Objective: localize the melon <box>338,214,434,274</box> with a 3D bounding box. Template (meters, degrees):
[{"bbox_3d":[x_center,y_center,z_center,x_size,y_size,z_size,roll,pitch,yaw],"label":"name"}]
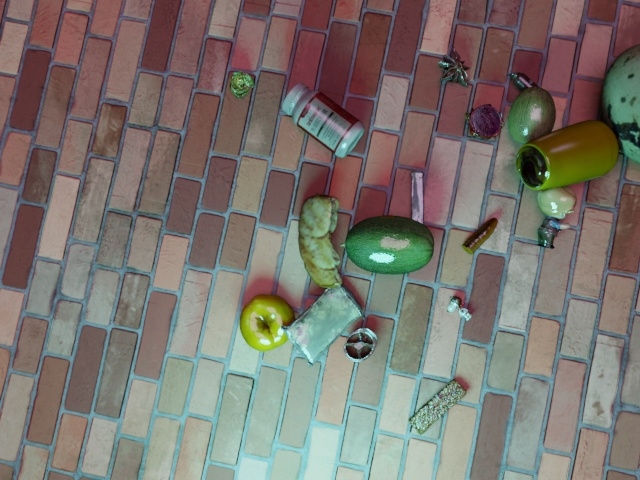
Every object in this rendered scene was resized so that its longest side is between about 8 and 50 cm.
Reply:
[{"bbox_3d":[0.198,0.013,1.728,0.287,0.182,0.182,3,86,8],"label":"melon"}]

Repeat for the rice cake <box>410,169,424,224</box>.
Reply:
[{"bbox_3d":[0.306,-0.117,1.804,0.043,0.034,0.211,0,87,12],"label":"rice cake"}]

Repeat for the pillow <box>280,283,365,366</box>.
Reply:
[{"bbox_3d":[0.008,0.247,1.756,0.255,0.059,0.169,-41,94,-18],"label":"pillow"}]

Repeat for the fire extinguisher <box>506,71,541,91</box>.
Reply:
[{"bbox_3d":[0.661,-0.481,1.804,0.158,0.043,0.064,44,60,5],"label":"fire extinguisher"}]

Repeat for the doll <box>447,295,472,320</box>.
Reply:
[{"bbox_3d":[0.434,0.209,1.772,0.085,0.040,0.058,24,100,9],"label":"doll"}]

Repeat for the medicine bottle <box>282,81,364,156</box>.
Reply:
[{"bbox_3d":[0.008,-0.379,1.791,0.250,0.131,0.131,38,89,4],"label":"medicine bottle"}]

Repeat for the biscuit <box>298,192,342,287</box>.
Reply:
[{"bbox_3d":[-0.003,0.002,1.776,0.154,0.045,0.299,-9,77,37],"label":"biscuit"}]

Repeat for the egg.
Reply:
[{"bbox_3d":[0.979,-0.390,1.658,0.287,0.287,0.379,-10,80,3],"label":"egg"}]

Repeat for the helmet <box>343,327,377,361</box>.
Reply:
[{"bbox_3d":[0.126,0.320,1.772,0.111,0.057,0.089,-44,82,5],"label":"helmet"}]

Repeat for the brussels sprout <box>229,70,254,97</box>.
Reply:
[{"bbox_3d":[-0.261,-0.506,1.856,0.085,0.058,0.085,-7,106,-24],"label":"brussels sprout"}]

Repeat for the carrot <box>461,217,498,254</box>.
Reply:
[{"bbox_3d":[0.504,-0.017,1.780,0.139,0.048,0.048,-44,85,-2],"label":"carrot"}]

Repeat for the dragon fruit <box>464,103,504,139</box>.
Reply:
[{"bbox_3d":[0.510,-0.369,1.797,0.126,0.068,0.112,-19,96,-10],"label":"dragon fruit"}]

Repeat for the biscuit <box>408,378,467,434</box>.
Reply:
[{"bbox_3d":[0.358,0.510,1.757,0.199,0.034,0.064,-43,84,-1],"label":"biscuit"}]

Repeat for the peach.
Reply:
[{"bbox_3d":[-0.168,0.253,1.773,0.179,0.103,0.179,0,89,-1],"label":"peach"}]

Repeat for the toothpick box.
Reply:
[{"bbox_3d":[0.715,-0.245,1.682,0.271,0.175,0.175,-17,85,-19],"label":"toothpick box"}]

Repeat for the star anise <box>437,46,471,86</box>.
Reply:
[{"bbox_3d":[0.425,-0.557,1.819,0.124,0.056,0.129,3,81,-21],"label":"star anise"}]

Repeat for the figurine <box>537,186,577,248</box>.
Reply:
[{"bbox_3d":[0.714,-0.072,1.743,0.108,0.114,0.196,6,94,3],"label":"figurine"}]

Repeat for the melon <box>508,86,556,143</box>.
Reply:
[{"bbox_3d":[0.646,-0.371,1.749,0.139,0.139,0.192,6,101,4],"label":"melon"}]
